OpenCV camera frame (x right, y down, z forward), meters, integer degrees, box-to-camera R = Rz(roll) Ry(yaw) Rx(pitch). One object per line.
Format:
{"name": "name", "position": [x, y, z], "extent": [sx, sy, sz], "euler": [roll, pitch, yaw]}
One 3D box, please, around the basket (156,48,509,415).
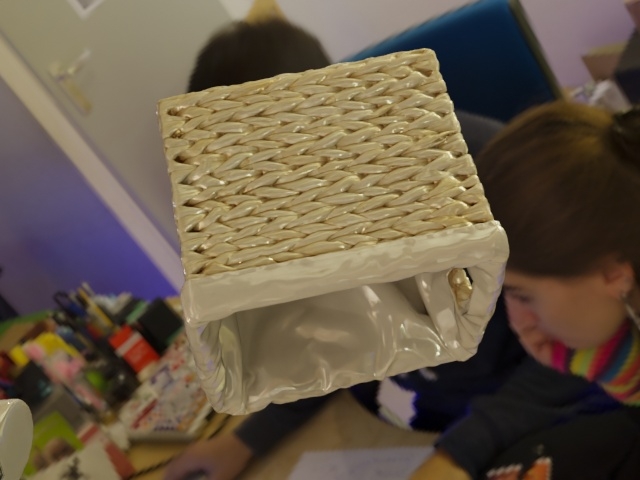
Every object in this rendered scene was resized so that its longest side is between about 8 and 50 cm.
{"name": "basket", "position": [0.000, 0.000, 1.271], "extent": [0.331, 0.328, 0.266], "euler": [-13, 66, -5]}

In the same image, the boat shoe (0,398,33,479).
{"name": "boat shoe", "position": [-0.375, 0.249, 1.105], "extent": [0.102, 0.108, 0.301], "euler": [-3, 26, 8]}
